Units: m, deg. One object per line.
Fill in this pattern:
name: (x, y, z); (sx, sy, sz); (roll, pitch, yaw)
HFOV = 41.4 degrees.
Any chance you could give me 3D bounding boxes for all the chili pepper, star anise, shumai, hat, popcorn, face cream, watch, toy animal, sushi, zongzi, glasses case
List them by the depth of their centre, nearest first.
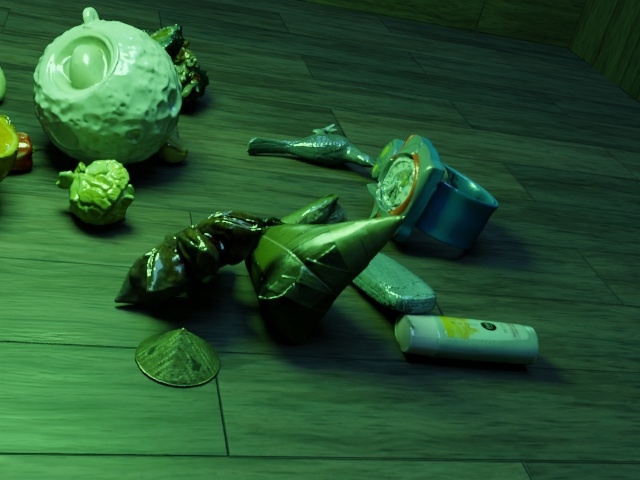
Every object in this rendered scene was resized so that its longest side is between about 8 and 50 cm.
hat: (-0.236, 0.174, 1.431); (0.146, 0.067, 0.146); (11, 29, -6)
star anise: (-0.243, 0.032, 1.568); (0.108, 0.315, 0.315); (57, 30, -10)
zongzi: (0.000, 0.000, 1.611); (0.154, 0.317, 0.289); (46, 9, -35)
face cream: (0.282, 0.192, 1.639); (0.269, 0.073, 0.107); (7, 19, -12)
glasses case: (0.132, 0.079, 1.735); (0.109, 0.067, 0.282); (-2, 22, -27)
popcorn: (-0.455, -0.100, 1.745); (0.162, 0.141, 0.135); (47, 14, -25)
shumai: (-0.018, -0.017, 1.833); (0.120, 0.201, 0.201); (60, 35, -4)
chili pepper: (-0.671, -0.195, 1.867); (0.192, 0.084, 0.086); (-4, 67, -27)
watch: (0.264, -0.110, 2.046); (0.274, 0.241, 0.305); (21, 22, -25)
toy animal: (-0.001, -0.256, 2.287); (0.367, 0.081, 0.206); (11, 27, 1)
sushi: (-0.432, -0.464, 2.358); (0.225, 0.219, 0.238); (-7, 44, 36)

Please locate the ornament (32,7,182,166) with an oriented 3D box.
ornament: (-0.479, -0.326, 1.942); (0.337, 0.337, 0.337); (11, 29, -6)

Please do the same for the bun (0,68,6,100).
bun: (-0.879, -0.420, 2.119); (0.178, 0.128, 0.193); (2, 29, -20)

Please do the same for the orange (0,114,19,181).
orange: (-0.748, -0.172, 1.623); (0.274, 0.274, 0.310); (23, -5, 15)

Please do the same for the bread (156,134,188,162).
bread: (-0.380, -0.230, 2.087); (0.082, 0.056, 0.115); (15, 22, -50)
